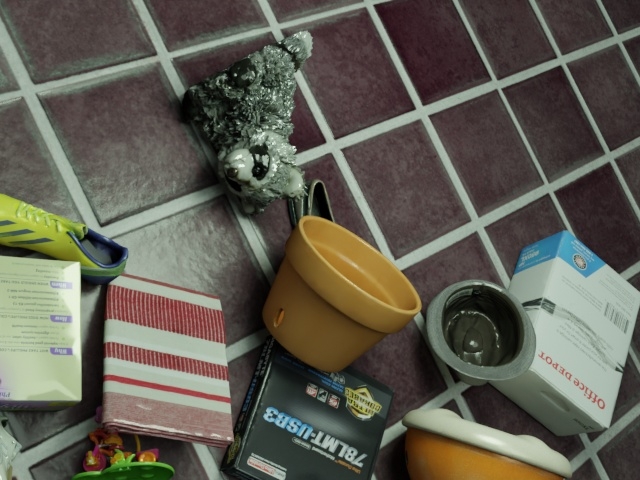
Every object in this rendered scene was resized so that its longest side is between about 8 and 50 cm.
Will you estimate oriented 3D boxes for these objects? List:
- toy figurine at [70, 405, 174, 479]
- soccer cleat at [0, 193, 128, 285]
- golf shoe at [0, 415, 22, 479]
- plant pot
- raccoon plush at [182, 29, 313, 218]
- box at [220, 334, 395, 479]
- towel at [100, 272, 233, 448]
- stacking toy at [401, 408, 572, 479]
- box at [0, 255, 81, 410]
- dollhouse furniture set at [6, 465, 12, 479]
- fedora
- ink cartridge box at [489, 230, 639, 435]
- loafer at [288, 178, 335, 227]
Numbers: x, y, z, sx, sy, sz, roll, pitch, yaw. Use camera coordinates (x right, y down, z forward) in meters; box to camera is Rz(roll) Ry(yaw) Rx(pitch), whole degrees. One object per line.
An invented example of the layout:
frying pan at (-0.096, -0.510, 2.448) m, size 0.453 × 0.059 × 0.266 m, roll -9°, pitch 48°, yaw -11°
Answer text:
toy figurine at (-0.346, 0.337, 1.607) m, size 0.173 × 0.130 × 0.159 m, roll -4°, pitch 59°, yaw -10°
soccer cleat at (-0.469, -0.018, 1.617) m, size 0.289 × 0.121 × 0.093 m, roll 30°, pitch 49°, yaw -23°
golf shoe at (-0.509, 0.342, 1.467) m, size 0.086 × 0.069 × 0.176 m, roll 2°, pitch 43°, yaw -41°
plant pot at (0.023, 0.119, 1.805) m, size 0.291 × 0.203 × 0.291 m, roll 33°, pitch 16°, yaw -11°
raccoon plush at (-0.074, -0.254, 1.937) m, size 0.446 × 0.216 × 0.299 m, roll -37°, pitch 103°, yaw -37°
box at (-0.017, 0.371, 1.821) m, size 0.296 × 0.073 × 0.293 m, roll 32°, pitch 57°, yaw -20°
towel at (-0.277, 0.211, 1.661) m, size 0.237 × 0.037 × 0.329 m, roll 17°, pitch 42°, yaw -27°
stacking toy at (0.271, 0.598, 1.828) m, size 0.351 × 0.351 × 0.479 m, roll 24°, pitch 77°, yaw -25°
box at (-0.518, 0.156, 1.532) m, size 0.214 × 0.117 × 0.242 m, roll 6°, pitch 69°, yaw -33°
dollhouse furniture set at (-0.533, 0.422, 1.493) m, size 0.081 × 0.091 × 0.114 m, roll -14°, pitch 51°, yaw 3°
fedora at (0.345, 0.222, 2.051) m, size 0.244 × 0.124 × 0.275 m, roll 2°, pitch 50°, yaw -6°
ink cartridge box at (0.580, 0.224, 2.212) m, size 0.285 × 0.166 × 0.394 m, roll 38°, pitch 56°, yaw -17°
loafer at (0.000, 0.000, 1.955) m, size 0.096 × 0.084 × 0.267 m, roll -10°, pitch 79°, yaw -36°
